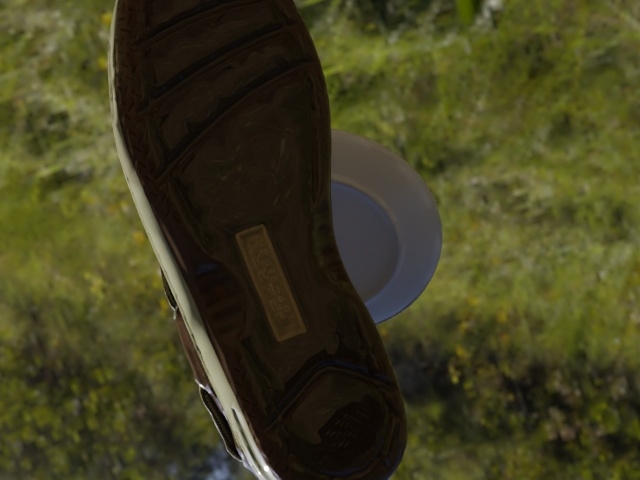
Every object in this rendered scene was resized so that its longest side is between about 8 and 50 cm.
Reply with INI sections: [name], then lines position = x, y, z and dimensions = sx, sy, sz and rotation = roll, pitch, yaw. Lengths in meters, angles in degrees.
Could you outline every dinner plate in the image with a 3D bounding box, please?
[dinner plate]
position = 0.000, 0.000, 0.906
dimensions = 0.141, 0.141, 0.017
rotation = -14, -149, 15

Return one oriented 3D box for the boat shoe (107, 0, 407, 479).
[boat shoe]
position = -0.041, -0.008, 0.687
dimensions = 0.095, 0.257, 0.095
rotation = -11, 175, -19
